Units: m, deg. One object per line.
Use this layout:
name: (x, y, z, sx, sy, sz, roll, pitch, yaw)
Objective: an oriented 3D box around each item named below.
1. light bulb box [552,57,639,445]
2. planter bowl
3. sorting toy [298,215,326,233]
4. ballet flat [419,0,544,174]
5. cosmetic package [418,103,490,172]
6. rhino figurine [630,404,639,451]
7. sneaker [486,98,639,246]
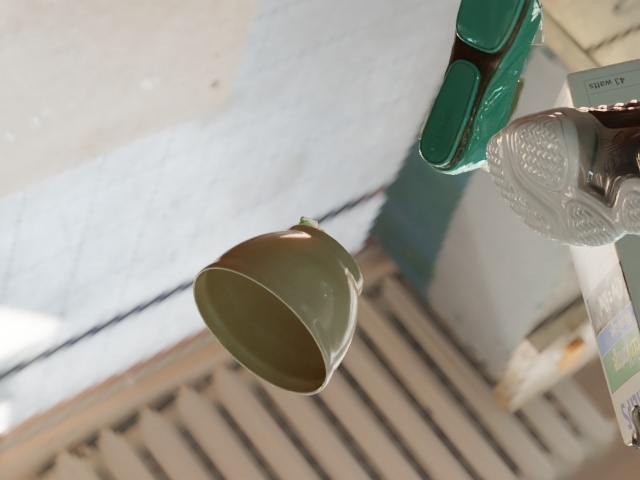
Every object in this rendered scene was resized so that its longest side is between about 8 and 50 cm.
light bulb box: (0.450, -0.010, 1.649, 0.358, 0.361, 0.225, -12, 166, -2)
planter bowl: (-0.027, 0.053, 1.544, 0.109, 0.162, 0.162, -47, 166, -29)
sorting toy: (0.000, 0.000, 1.724, 0.012, 0.062, 0.083, -35, 164, 11)
ballet flat: (0.169, -0.180, 1.557, 0.087, 0.083, 0.247, -1, 117, -45)
cosmetic package: (0.166, -0.103, 1.666, 0.041, 0.115, 0.060, -68, -165, -9)
rhino figurine: (0.328, 0.201, 1.240, 0.073, 0.243, 0.106, -53, -166, -22)
sneaker: (0.248, -0.069, 1.130, 0.153, 0.101, 0.269, -29, -163, -31)
